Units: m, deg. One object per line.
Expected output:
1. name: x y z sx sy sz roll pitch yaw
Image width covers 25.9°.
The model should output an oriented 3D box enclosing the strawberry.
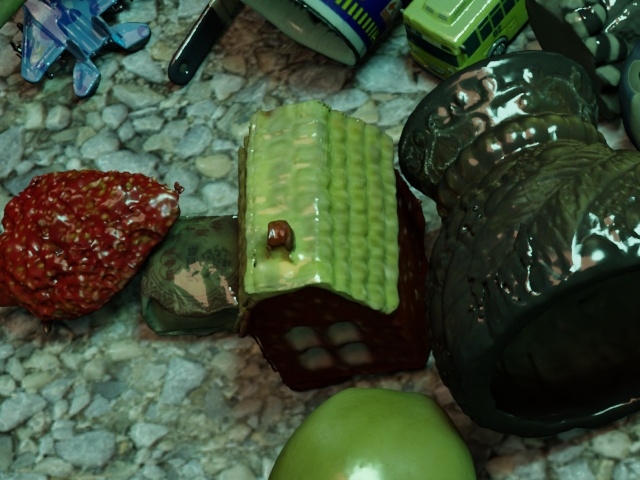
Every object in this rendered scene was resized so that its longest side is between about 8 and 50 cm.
1. strawberry: -0.246 0.000 1.404 0.228 0.098 0.174 -7 63 45

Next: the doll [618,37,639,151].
1. doll: 0.380 -0.101 1.217 0.258 0.228 0.154 41 41 14

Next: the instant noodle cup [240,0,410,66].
1. instant noodle cup: 0.044 -0.362 1.438 0.284 0.284 0.312 32 86 30

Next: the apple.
1. apple: 0.043 0.221 1.178 0.200 0.200 0.200 -8 62 16

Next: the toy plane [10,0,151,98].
1. toy plane: -0.318 -0.277 1.616 0.246 0.078 0.169 40 82 25

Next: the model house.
1. model house: 0.000 0.000 1.264 0.160 0.254 0.196 -7 63 13

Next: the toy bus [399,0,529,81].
1. toy bus: 0.165 -0.250 1.419 0.088 0.101 0.175 36 80 28

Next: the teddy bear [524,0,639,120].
1. teddy bear: 0.303 -0.263 1.326 0.251 0.171 0.144 -50 27 1

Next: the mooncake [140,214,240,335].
1. mooncake: -0.118 0.027 1.398 0.130 0.073 0.125 -3 62 17

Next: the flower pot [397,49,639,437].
1. flower pot: 0.195 -0.007 1.197 0.267 0.266 0.267 -25 52 6

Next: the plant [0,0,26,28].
1. plant: -0.250 -0.352 1.546 0.306 0.261 0.297 -13 73 51

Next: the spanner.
1. spanner: -0.087 -0.311 1.558 0.024 0.087 0.315 26 79 28
